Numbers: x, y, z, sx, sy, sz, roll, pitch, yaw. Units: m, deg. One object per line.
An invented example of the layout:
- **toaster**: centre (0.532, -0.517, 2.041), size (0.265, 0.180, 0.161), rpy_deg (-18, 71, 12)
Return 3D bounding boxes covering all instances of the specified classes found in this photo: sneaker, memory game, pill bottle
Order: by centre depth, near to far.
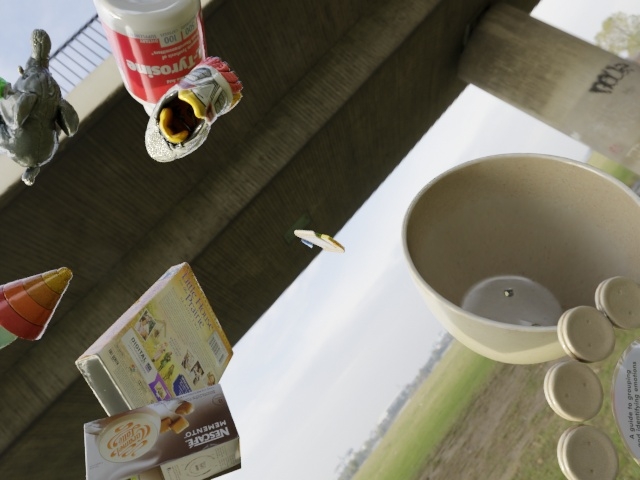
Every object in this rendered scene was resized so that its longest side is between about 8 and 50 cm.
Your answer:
- **memory game**: centre (0.229, 0.110, 0.309), size (0.186, 0.186, 0.012), rpy_deg (-46, -5, -20)
- **sneaker**: centre (-0.202, -0.169, 0.674), size (0.225, 0.088, 0.092), rpy_deg (-27, 21, 50)
- **pill bottle**: centre (-0.403, -0.482, 1.218), size (0.229, 0.229, 0.407), rpy_deg (-46, -10, -21)

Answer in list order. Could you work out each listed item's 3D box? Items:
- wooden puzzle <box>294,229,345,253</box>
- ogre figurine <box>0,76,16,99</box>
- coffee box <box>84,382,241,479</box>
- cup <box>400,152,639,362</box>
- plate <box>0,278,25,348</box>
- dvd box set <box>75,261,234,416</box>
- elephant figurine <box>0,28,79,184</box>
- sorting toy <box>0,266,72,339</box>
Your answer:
- **wooden puzzle**: centre (0.000, 0.000, 0.822), size (0.079, 0.116, 0.014), rpy_deg (32, -104, -36)
- **ogre figurine**: centre (-0.587, -0.271, 0.780), size (0.118, 0.197, 0.096), rpy_deg (-20, -56, -56)
- **coffee box**: centre (-0.280, 0.372, 0.867), size (0.247, 0.141, 0.098), rpy_deg (-11, -56, -21)
- **cup**: centre (0.304, 0.058, 0.751), size (0.331, 0.331, 0.236), rpy_deg (-45, -38, -23)
- **plate**: centre (-0.669, 0.170, 1.033), size (0.188, 0.024, 0.188), rpy_deg (-64, -4, -8)
- **dvd box set**: centre (-0.354, 0.273, 1.134), size (0.062, 0.307, 0.420), rpy_deg (-17, 19, 16)
- **elephant figurine**: centre (-0.603, -0.280, 1.018), size (0.239, 0.186, 0.169), rpy_deg (-35, 22, 35)
- **sorting toy**: centre (-0.555, 0.010, 0.786), size (0.126, 0.127, 0.365), rpy_deg (-40, -56, -6)
